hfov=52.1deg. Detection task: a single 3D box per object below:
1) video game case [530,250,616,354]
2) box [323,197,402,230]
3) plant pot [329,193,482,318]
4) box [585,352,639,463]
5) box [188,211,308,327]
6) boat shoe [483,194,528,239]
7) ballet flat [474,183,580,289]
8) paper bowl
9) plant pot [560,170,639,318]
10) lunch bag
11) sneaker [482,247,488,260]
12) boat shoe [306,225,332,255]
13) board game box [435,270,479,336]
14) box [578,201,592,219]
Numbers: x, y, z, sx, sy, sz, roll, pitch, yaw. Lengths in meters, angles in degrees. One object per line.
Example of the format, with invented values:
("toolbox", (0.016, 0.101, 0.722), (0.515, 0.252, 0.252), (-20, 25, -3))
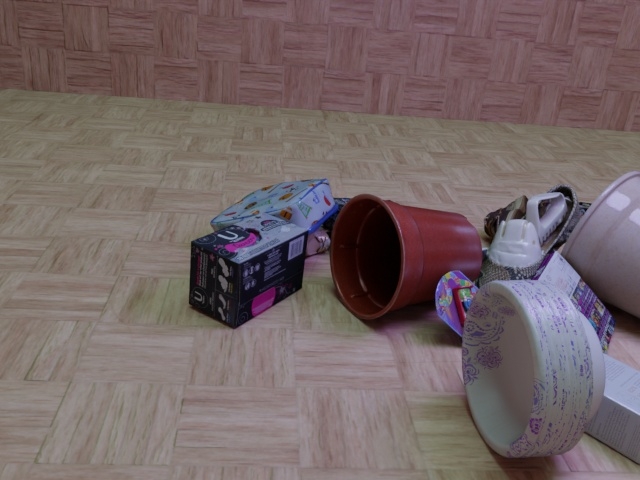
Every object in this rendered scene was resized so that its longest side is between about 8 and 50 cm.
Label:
("video game case", (0.535, 0.148, 1.401), (0.210, 0.042, 0.232), (50, 36, 4))
("box", (0.172, -0.042, 1.782), (0.293, 0.073, 0.295), (0, 21, -39))
("plant pot", (0.203, 0.033, 1.489), (0.265, 0.272, 0.272), (-1, 24, -33))
("box", (0.525, 0.289, 1.163), (0.130, 0.091, 0.170), (-16, 33, -39))
("box", (-0.158, 0.055, 1.451), (0.142, 0.163, 0.247), (21, 28, 27))
("boat shoe", (0.533, -0.036, 1.883), (0.123, 0.123, 0.342), (-18, 14, 28))
("ballet flat", (0.511, -0.009, 1.608), (0.164, 0.182, 0.483), (16, 38, 34))
("paper bowl", (0.352, 0.206, 1.076), (0.148, 0.284, 0.284), (1, 25, -10))
("plant pot", (0.770, 0.057, 1.506), (0.334, 0.334, 0.305), (-16, 43, -39))
("lunch bag", (-0.124, -0.060, 1.676), (0.303, 0.115, 0.243), (-12, 20, 30))
("sneaker", (0.394, 0.039, 1.736), (0.152, 0.053, 0.061), (-5, 24, -20))
("boat shoe", (0.000, 0.000, 1.727), (0.059, 0.063, 0.170), (9, 23, 23))
("board game box", (0.317, 0.139, 1.380), (0.169, 0.033, 0.133), (43, 53, -15))
("box", (0.754, -0.060, 1.953), (0.207, 0.114, 0.036), (8, 25, 7))
